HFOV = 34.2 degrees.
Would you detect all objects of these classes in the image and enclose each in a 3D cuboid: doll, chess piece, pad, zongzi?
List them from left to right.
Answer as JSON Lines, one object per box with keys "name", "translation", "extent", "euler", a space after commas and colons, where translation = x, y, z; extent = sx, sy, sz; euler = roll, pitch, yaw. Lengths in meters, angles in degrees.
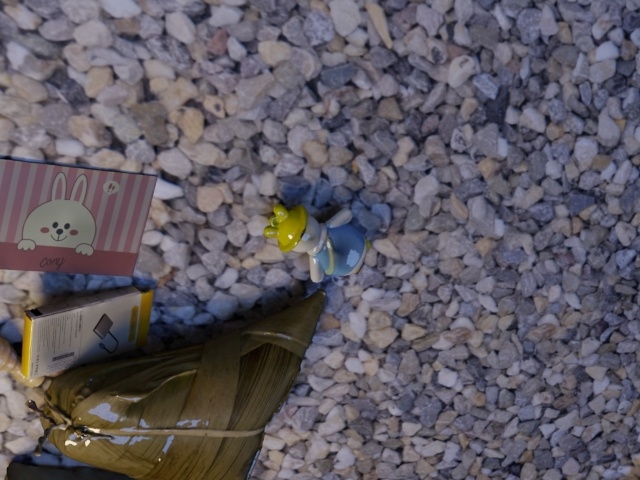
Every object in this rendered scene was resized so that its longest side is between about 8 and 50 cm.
{"name": "chess piece", "translation": [-0.539, 0.215, 1.819], "extent": [0.066, 0.066, 0.122], "euler": [-47, 131, 3]}
{"name": "pad", "translation": [-0.437, -0.033, 1.765], "extent": [0.299, 0.005, 0.202], "euler": [6, 113, -31]}
{"name": "zongzi", "translation": [-0.272, 0.210, 1.902], "extent": [0.500, 0.218, 0.467], "euler": [28, 85, -36]}
{"name": "doll", "translation": [0.000, -0.001, 1.968], "extent": [0.241, 0.099, 0.135], "euler": [24, 127, -35]}

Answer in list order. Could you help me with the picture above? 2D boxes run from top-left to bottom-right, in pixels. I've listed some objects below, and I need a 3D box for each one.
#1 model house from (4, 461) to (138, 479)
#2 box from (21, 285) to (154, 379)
{"name": "model house", "translation": [-0.481, 0.599, 1.963], "extent": [0.298, 0.243, 0.284], "euler": [16, 113, -22]}
{"name": "box", "translation": [-0.412, 0.159, 1.844], "extent": [0.247, 0.033, 0.129], "euler": [-12, 123, -42]}
